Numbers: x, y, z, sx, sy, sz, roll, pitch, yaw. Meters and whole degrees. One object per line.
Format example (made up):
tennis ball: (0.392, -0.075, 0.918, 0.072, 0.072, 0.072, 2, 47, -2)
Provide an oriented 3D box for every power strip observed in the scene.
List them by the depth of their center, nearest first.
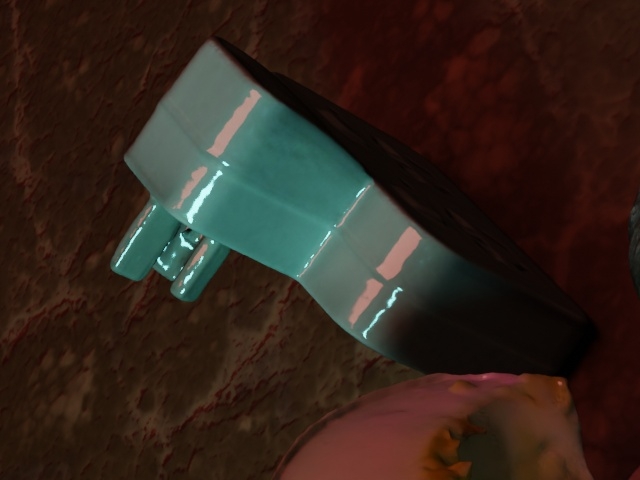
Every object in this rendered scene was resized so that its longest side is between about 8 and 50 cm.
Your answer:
power strip: (0.000, 0.000, 1.040, 0.141, 0.261, 0.229, -54, 41, 11)

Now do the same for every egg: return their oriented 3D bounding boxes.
egg: (0.075, 0.189, 0.795, 0.271, 0.206, 0.161, -143, 48, -58)

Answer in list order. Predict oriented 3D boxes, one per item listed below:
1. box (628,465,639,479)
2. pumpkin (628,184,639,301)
box: (0.211, 0.209, 0.840, 0.215, 0.086, 0.215, -55, 41, 13)
pumpkin: (0.238, -0.025, 0.859, 0.211, 0.152, 0.211, -54, 26, 41)
